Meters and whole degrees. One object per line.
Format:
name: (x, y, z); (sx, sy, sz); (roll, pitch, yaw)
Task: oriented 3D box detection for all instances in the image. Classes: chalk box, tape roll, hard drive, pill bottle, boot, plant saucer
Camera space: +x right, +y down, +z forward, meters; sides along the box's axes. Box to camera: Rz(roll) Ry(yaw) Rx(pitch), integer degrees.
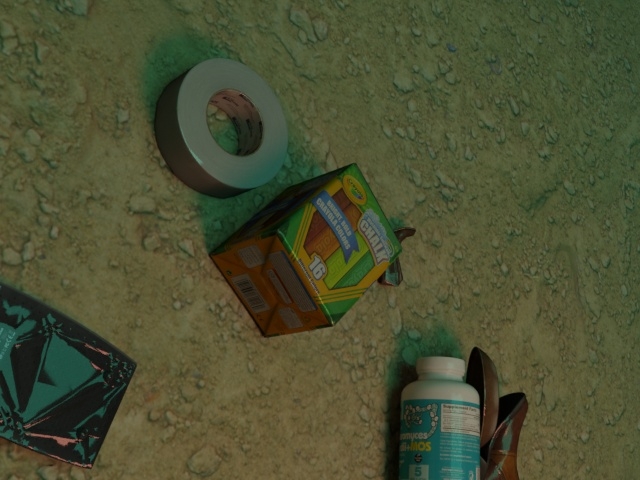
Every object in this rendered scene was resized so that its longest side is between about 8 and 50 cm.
chalk box: (0.000, 0.000, 1.321); (0.289, 0.179, 0.180); (-44, 109, -40)
tape roll: (-0.158, -0.182, 1.300); (0.219, 0.072, 0.219); (13, 70, -39)
hard drive: (-0.375, 0.170, 1.016); (0.254, 0.054, 0.172); (37, 56, -30)
pill bottle: (0.217, 0.350, 1.450); (0.146, 0.146, 0.264); (19, 66, -38)
boot: (0.404, 0.484, 1.606); (0.280, 0.096, 0.264); (51, 51, -14)
boot: (0.152, 0.034, 1.550); (0.106, 0.037, 0.114); (-6, 79, -30)
plant saucer: (0.312, 0.304, 1.531); (0.036, 0.198, 0.199); (2, 73, 1)
